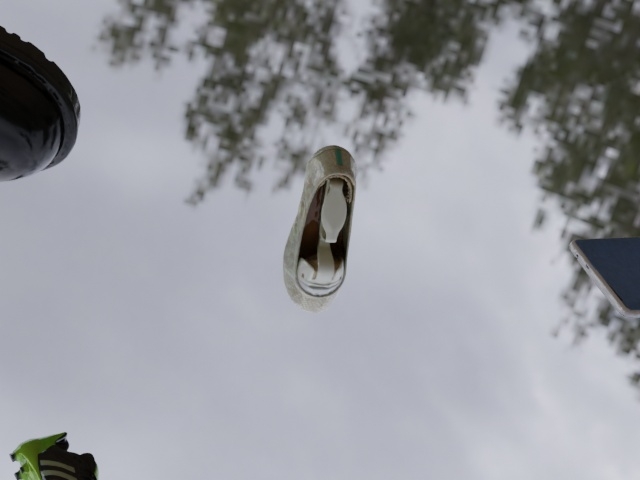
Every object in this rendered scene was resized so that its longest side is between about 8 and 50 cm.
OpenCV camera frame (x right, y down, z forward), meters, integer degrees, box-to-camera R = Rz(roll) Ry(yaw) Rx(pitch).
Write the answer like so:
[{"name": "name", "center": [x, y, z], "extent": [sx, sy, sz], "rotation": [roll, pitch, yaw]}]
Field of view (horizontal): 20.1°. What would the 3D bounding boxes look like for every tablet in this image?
[{"name": "tablet", "center": [0.154, 0.015, 0.777], "extent": [0.083, 0.006, 0.054], "rotation": [-2, -144, -24]}]

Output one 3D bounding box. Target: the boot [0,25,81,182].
[{"name": "boot", "center": [-0.351, -0.054, 1.285], "extent": [0.348, 0.131, 0.260], "rotation": [14, -137, -14]}]

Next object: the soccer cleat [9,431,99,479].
[{"name": "soccer cleat", "center": [-0.243, 0.248, 1.773], "extent": [0.072, 0.060, 0.179], "rotation": [-22, -139, -21]}]

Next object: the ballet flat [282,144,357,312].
[{"name": "ballet flat", "center": [0.000, 0.000, 1.530], "extent": [0.057, 0.168, 0.052], "rotation": [-1, -149, -10]}]
